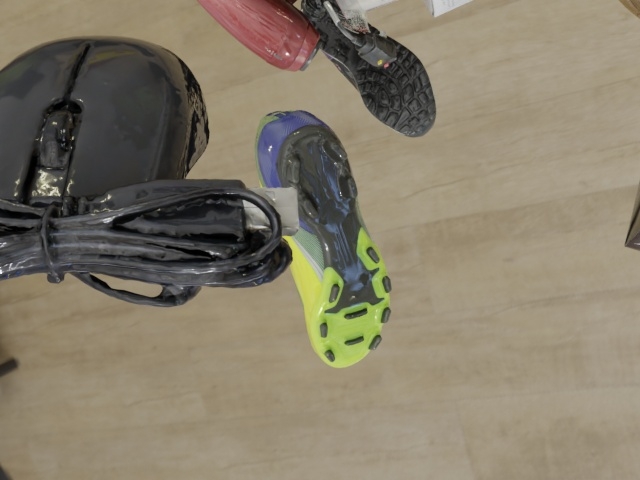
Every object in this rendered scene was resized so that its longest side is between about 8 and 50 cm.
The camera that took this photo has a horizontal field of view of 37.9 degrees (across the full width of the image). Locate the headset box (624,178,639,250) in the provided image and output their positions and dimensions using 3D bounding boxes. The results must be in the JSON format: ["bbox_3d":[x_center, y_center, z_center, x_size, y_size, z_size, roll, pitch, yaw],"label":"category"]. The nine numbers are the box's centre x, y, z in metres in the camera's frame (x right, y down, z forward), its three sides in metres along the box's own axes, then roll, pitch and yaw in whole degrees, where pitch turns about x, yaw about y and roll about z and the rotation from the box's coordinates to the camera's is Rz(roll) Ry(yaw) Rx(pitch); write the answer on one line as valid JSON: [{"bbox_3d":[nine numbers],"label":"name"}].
[{"bbox_3d":[0.561,-0.061,1.171,0.293,0.110,0.218,16,72,6],"label":"headset box"}]

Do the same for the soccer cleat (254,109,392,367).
[{"bbox_3d":[0.001,-0.001,0.942,0.121,0.093,0.289,44,153,54],"label":"soccer cleat"}]

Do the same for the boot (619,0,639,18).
[{"bbox_3d":[0.438,-0.320,1.041,0.262,0.203,0.095,13,143,-5],"label":"boot"}]

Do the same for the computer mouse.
[{"bbox_3d":[-0.114,-0.058,0.479,0.188,0.272,0.072,-3,114,-6],"label":"computer mouse"}]

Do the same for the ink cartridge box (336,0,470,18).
[{"bbox_3d":[0.120,-0.454,1.429,0.261,0.066,0.296,-23,53,2],"label":"ink cartridge box"}]

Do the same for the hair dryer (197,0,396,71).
[{"bbox_3d":[-0.052,-0.314,1.245,0.080,0.293,0.223,-51,53,38],"label":"hair dryer"}]

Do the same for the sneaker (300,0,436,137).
[{"bbox_3d":[0.090,-0.270,1.471,0.107,0.124,0.283,-41,73,8],"label":"sneaker"}]
